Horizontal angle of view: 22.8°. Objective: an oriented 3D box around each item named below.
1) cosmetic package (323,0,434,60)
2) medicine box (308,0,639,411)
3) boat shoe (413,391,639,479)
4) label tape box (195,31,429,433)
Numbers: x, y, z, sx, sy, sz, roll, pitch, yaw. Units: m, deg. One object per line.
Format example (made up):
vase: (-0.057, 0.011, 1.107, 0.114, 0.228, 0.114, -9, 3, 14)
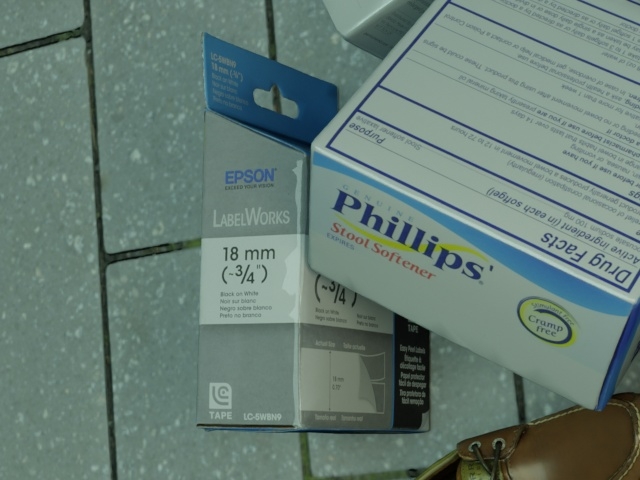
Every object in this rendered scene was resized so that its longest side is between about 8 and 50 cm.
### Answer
cosmetic package: (0.160, -0.344, 1.387, 0.385, 0.156, 0.217, -36, 66, 21)
medicine box: (0.172, -0.060, 1.239, 0.263, 0.149, 0.289, 27, 56, 18)
boat shoe: (0.155, 0.208, 1.282, 0.307, 0.104, 0.111, -42, 41, 40)
label tape box: (0.000, 0.000, 1.381, 0.106, 0.240, 0.334, -4, 82, 29)
